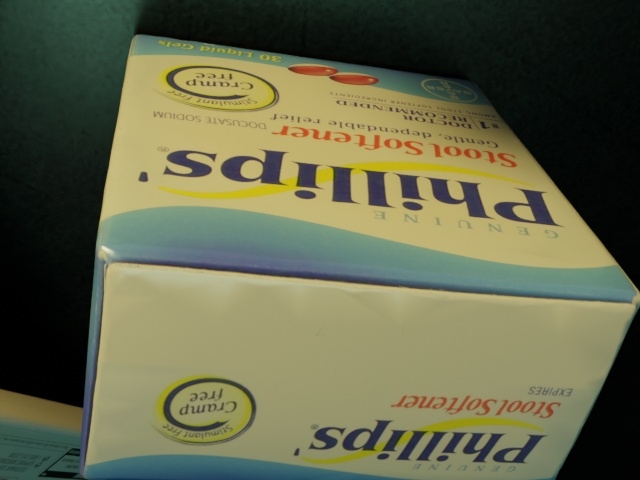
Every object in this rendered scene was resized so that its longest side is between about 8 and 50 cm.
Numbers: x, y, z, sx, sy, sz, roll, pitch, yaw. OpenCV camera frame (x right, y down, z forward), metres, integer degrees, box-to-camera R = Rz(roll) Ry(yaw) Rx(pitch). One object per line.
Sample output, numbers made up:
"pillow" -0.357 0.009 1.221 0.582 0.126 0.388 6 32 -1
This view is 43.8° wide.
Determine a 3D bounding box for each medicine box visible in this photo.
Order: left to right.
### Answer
"medicine box" 0.000 0.000 0.506 0.264 0.289 0.149 5 121 -13

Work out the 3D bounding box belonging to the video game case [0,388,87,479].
"video game case" -0.330 0.221 0.610 0.300 0.036 0.329 -39 154 2
